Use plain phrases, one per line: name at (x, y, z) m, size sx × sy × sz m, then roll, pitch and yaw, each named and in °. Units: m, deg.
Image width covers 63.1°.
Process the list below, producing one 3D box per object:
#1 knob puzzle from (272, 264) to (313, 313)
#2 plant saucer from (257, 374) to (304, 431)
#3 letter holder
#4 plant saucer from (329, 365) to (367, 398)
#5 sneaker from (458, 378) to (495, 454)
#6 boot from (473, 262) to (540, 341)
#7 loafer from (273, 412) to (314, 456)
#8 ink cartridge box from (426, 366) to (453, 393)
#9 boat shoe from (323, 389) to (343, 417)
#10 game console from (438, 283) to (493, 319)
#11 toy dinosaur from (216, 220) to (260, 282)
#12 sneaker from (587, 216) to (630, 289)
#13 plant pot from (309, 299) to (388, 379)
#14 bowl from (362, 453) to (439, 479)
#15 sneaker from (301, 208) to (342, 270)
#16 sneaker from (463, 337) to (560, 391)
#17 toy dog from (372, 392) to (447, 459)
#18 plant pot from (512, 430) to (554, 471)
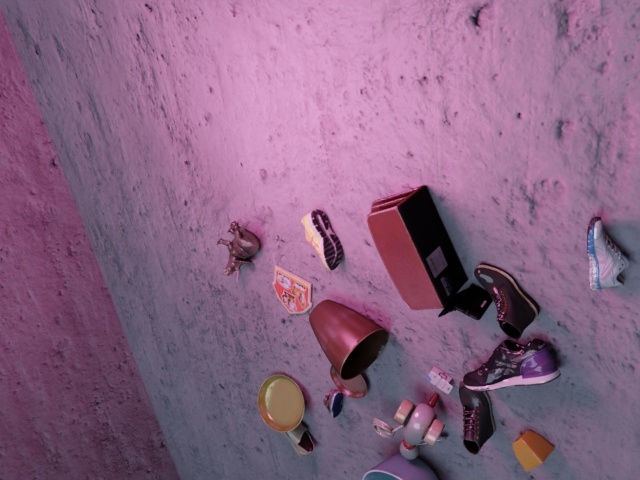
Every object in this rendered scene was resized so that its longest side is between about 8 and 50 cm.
knob puzzle at (-0.112, 0.206, 1.957) m, size 0.213 × 0.030 × 0.213 m, roll 21°, pitch 129°, yaw 29°
plant saucer at (-0.164, 0.699, 2.249) m, size 0.240 × 0.037 × 0.241 m, roll -3°, pitch 85°, yaw 30°
letter holder at (0.234, 0.031, 1.459) m, size 0.214 × 0.152 × 0.302 m, roll -14°, pitch 106°, yaw 47°
plant saucer at (0.111, 0.522, 1.969) m, size 0.168 × 0.029 × 0.169 m, roll 21°, pitch 127°, yaw 30°
sneaker at (0.471, 0.543, 1.605) m, size 0.083 × 0.118 × 0.222 m, roll -12°, pitch 108°, yaw 44°
boot at (0.465, 0.156, 1.348) m, size 0.198 × 0.137 × 0.077 m, roll 39°, pitch 135°, yaw 16°
loafer at (-0.110, 0.848, 2.325) m, size 0.092 × 0.102 × 0.269 m, roll -21°, pitch 109°, yaw 44°
ink cartridge box at (0.390, 0.452, 1.682) m, size 0.083 × 0.028 × 0.048 m, roll 34°, pitch 134°, yaw 20°
boat shoe at (0.043, 0.639, 2.065) m, size 0.066 × 0.066 × 0.183 m, roll 37°, pitch 144°, yaw 29°
game console at (0.401, 0.181, 1.429) m, size 0.107 × 0.122 × 0.071 m, roll 27°, pitch 132°, yaw 24°
toy dinosaur at (-0.285, 0.008, 1.940) m, size 0.160 × 0.121 × 0.313 m, roll 41°, pitch 132°, yaw -4°
sneaker at (0.646, 0.028, 1.169) m, size 0.082 × 0.071 × 0.191 m, roll -2°, pitch 123°, yaw 34°
plant pot at (0.073, 0.310, 1.758) m, size 0.230 × 0.215 × 0.215 m, roll 41°, pitch 138°, yaw 32°
bowl at (0.328, 0.926, 1.944) m, size 0.311 × 0.163 × 0.312 m, roll 21°, pitch 128°, yaw 30°
sneaker at (0.000, 0.000, 1.701) m, size 0.094 × 0.081 × 0.209 m, roll -10°, pitch 103°, yaw 51°
sneaker at (0.519, 0.341, 1.468) m, size 0.283 × 0.107 × 0.124 m, roll -26°, pitch 83°, yaw 43°
toy dog at (0.338, 0.626, 1.785) m, size 0.220 × 0.161 × 0.334 m, roll 43°, pitch 151°, yaw 6°
plant pot at (0.625, 0.620, 1.554) m, size 0.083 × 0.081 × 0.081 m, roll 48°, pitch 138°, yaw 21°
